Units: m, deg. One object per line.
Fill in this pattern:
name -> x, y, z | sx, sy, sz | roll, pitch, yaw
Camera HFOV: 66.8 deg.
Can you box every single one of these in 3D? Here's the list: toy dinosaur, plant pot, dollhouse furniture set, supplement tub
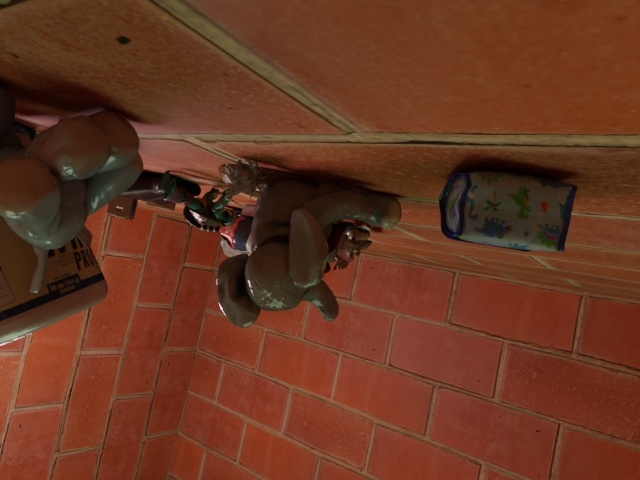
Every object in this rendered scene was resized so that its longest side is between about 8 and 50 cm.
toy dinosaur -> 0.000, 0.000, 1.405 | 0.296, 0.127, 0.200 | 22, 173, 0
plant pot -> -0.096, -0.107, 0.999 | 0.237, 0.032, 0.236 | 11, 177, 1
dollhouse furniture set -> -0.544, -0.118, 1.504 | 0.184, 0.128, 0.129 | 12, 177, -14
supplement tub -> -0.548, -0.001, 0.851 | 0.236, 0.324, 0.235 | -21, -174, 3

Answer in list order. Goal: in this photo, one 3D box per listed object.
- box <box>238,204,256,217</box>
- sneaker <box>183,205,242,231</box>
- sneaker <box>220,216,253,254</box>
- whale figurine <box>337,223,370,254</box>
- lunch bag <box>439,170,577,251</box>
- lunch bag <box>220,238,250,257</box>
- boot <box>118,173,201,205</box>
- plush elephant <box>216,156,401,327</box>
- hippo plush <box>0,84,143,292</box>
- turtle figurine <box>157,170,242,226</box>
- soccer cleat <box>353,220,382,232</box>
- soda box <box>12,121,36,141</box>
box -> -0.171, -0.080, 1.586 | 0.178, 0.042, 0.109 | 10, 176, 37
sneaker -> -0.374, -0.079, 1.821 | 0.282, 0.106, 0.162 | 12, 180, -17
sneaker -> -0.246, -0.017, 1.625 | 0.148, 0.131, 0.350 | 19, 171, 3
whale figurine -> 0.023, -0.014, 1.580 | 0.272, 0.141, 0.216 | -21, 160, 35
lunch bag -> 0.223, -0.039, 0.613 | 0.129, 0.096, 0.151 | 9, -169, 3
lunch bag -> -0.271, 0.003, 2.002 | 0.236, 0.168, 0.287 | 11, -173, 0
boot -> -0.468, -0.156, 1.276 | 0.207, 0.090, 0.248 | -5, 167, 32
plush elephant -> -0.039, 0.027, 0.856 | 0.330, 0.255, 0.272 | 26, 144, -34
hippo plush -> -0.421, -0.124, 0.702 | 0.237, 0.234, 0.294 | 39, 145, -1
turtle figurine -> -0.280, -0.095, 1.214 | 0.234, 0.118, 0.175 | 21, 172, -35
soccer cleat -> 0.133, -0.042, 1.356 | 0.083, 0.029, 0.035 | 15, -175, 1
soda box -> -0.676, -0.209, 0.993 | 0.210, 0.067, 0.071 | 10, 176, 33
